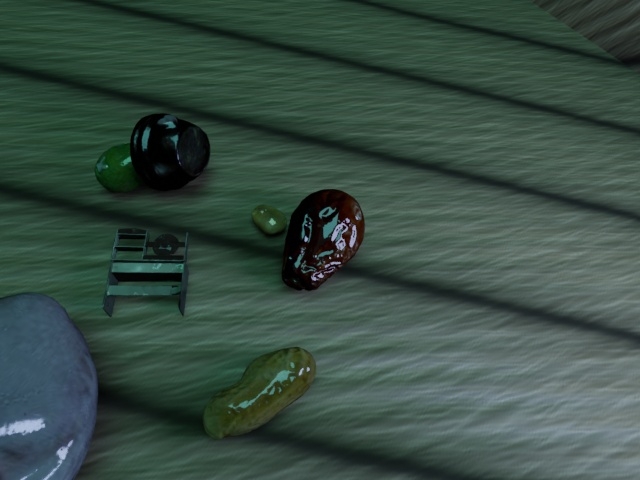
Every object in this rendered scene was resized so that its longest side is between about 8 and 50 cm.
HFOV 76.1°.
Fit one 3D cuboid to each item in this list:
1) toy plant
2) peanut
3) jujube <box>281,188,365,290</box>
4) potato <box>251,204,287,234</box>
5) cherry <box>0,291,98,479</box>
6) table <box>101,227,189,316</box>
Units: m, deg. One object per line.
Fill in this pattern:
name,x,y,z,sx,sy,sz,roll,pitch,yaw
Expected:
toy plant,-0.389,-0.199,0.957,0.235,0.175,0.218,3,47,26
peanut,-0.110,0.275,0.749,0.226,0.095,0.108,-32,53,-20
jujube,0.000,0.000,0.893,0.168,0.168,0.236,25,66,7
potato,-0.120,-0.049,0.957,0.083,0.062,0.068,46,31,-7
cherry,-0.484,0.251,0.595,0.327,0.291,0.335,31,34,10
table,-0.355,0.066,0.853,0.146,0.062,0.175,1,60,-8
